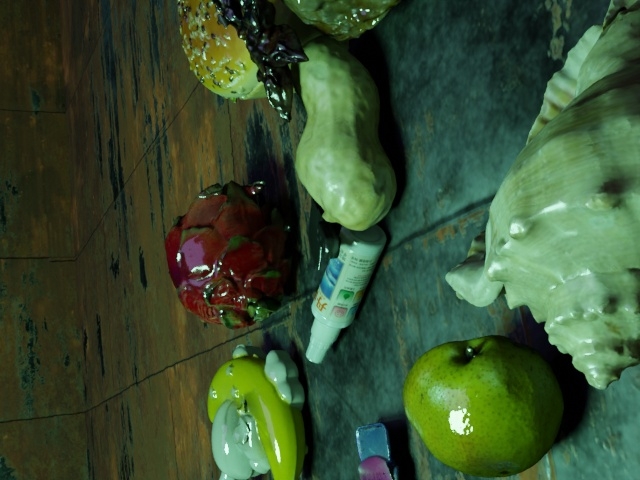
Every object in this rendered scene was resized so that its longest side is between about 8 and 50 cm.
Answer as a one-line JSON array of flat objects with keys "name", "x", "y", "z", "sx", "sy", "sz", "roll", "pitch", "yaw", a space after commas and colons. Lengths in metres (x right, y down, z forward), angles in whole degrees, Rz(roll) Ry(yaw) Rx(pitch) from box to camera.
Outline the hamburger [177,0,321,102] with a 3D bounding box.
[{"name": "hamburger", "x": -0.095, "y": -0.333, "z": 1.176, "sx": 0.300, "sy": 0.176, "sz": 0.301, "roll": -3, "pitch": 87, "yaw": 62}]

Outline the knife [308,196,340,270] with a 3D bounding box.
[{"name": "knife", "x": 0.000, "y": 0.000, "z": 1.093, "sx": 0.245, "sy": 0.019, "sz": 0.072, "roll": -115, "pitch": 29, "yaw": -76}]

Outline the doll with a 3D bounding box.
[{"name": "doll", "x": -0.104, "y": 0.282, "z": 1.281, "sx": 0.237, "sy": 0.111, "sz": 0.252, "roll": -15, "pitch": 75, "yaw": 46}]

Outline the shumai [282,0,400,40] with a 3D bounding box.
[{"name": "shumai", "x": -0.021, "y": -0.390, "z": 0.909, "sx": 0.217, "sy": 0.283, "sz": 0.346, "roll": 45, "pitch": 134, "yaw": 50}]

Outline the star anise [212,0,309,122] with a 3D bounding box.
[{"name": "star anise", "x": -0.067, "y": -0.242, "z": 0.990, "sx": 0.213, "sy": 0.053, "sz": 0.157, "roll": 66, "pitch": 160, "yaw": -6}]

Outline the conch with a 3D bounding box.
[{"name": "conch", "x": 0.209, "y": -0.034, "z": 0.588, "sx": 0.186, "sy": 0.324, "sz": 0.263, "roll": 44, "pitch": 146, "yaw": -10}]

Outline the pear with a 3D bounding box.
[{"name": "pear", "x": 0.145, "y": 0.156, "z": 0.749, "sx": 0.104, "sy": 0.141, "sz": 0.141, "roll": -94, "pitch": 22, "yaw": -47}]

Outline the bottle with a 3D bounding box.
[{"name": "bottle", "x": 0.024, "y": 0.073, "z": 1.076, "sx": 0.060, "sy": 0.060, "sz": 0.217, "roll": 59, "pitch": 141, "yaw": 44}]

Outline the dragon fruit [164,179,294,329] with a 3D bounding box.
[{"name": "dragon fruit", "x": -0.138, "y": 0.012, "z": 1.273, "sx": 0.192, "sy": 0.193, "sz": 0.274, "roll": 81, "pitch": 171, "yaw": -54}]

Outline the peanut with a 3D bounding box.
[{"name": "peanut", "x": 0.023, "y": -0.136, "z": 1.020, "sx": 0.101, "sy": 0.117, "sz": 0.263, "roll": 67, "pitch": -164, "yaw": -73}]

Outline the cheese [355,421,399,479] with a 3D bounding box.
[{"name": "cheese", "x": 0.076, "y": 0.335, "z": 0.975, "sx": 0.155, "sy": 0.062, "sz": 0.244, "roll": -33, "pitch": 60, "yaw": 58}]
